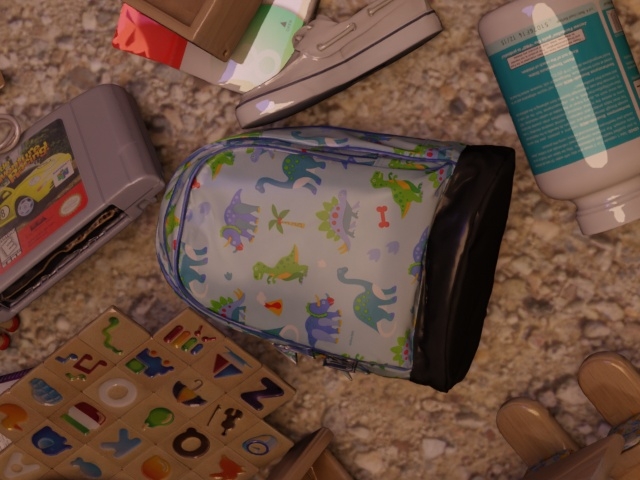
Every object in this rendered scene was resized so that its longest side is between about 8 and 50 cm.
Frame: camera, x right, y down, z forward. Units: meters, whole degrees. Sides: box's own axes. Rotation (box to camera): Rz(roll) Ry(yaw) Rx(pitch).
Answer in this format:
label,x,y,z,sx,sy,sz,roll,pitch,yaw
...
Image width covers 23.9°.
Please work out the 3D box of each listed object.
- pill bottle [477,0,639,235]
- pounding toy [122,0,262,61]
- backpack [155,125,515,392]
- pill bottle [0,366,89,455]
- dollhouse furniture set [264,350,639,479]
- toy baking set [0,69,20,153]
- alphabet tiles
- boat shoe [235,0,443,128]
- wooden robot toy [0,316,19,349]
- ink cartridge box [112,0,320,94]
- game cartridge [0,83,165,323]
label,x,y,z,sx,sy,sz,roll,pitch,yaw
pill bottle,0.280,-0.143,1.634,0.146,0.146,0.264,-21,92,10
pounding toy,-0.134,-0.333,1.677,0.181,0.094,0.206,32,93,26
backpack,0.000,0.000,1.658,0.355,0.273,0.290,18,104,20
pill bottle,-0.354,0.209,1.783,0.193,0.108,0.108,-15,93,10
dollhouse furniture set,0.132,0.287,1.594,0.256,0.362,0.394,49,130,-6
toy baking set,-0.443,-0.077,1.772,0.196,0.030,0.256,0,72,24
alphabet tiles,-0.208,0.215,1.717,0.342,0.011,0.285,-38,120,23
boat shoe,0.009,-0.209,1.678,0.258,0.095,0.084,-29,89,-16
wooden robot toy,-0.420,0.100,1.817,0.079,0.076,0.173,38,102,39
ink cartridge box,-0.118,-0.273,1.730,0.224,0.056,0.181,18,98,5
game cartridge,-0.317,-0.043,1.725,0.294,0.196,0.060,-38,134,13
